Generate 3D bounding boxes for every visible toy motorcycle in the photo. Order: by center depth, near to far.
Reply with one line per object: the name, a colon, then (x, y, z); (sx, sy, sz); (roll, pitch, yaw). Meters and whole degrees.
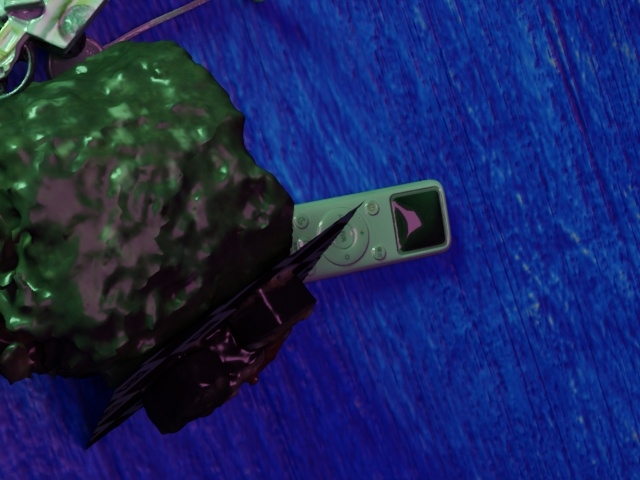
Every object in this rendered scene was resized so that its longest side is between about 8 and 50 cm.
toy motorcycle: (-0.216, -0.214, 1.125); (0.151, 0.074, 0.228); (44, 82, -7)

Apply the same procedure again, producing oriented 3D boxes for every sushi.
sushi: (-0.063, 0.086, 1.123); (0.220, 0.231, 0.047); (-36, 83, -23)

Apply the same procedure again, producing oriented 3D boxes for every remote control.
remote control: (0.000, 0.000, 1.270); (0.261, 0.029, 0.067); (-11, 96, -28)

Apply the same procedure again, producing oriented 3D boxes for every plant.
plant: (-0.194, 0.006, 1.063); (0.312, 0.215, 0.213); (-36, 104, -22)

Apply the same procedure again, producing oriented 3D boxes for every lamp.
lamp: (-0.124, -0.172, 1.193); (0.198, 0.056, 0.050); (-33, 107, -21)
